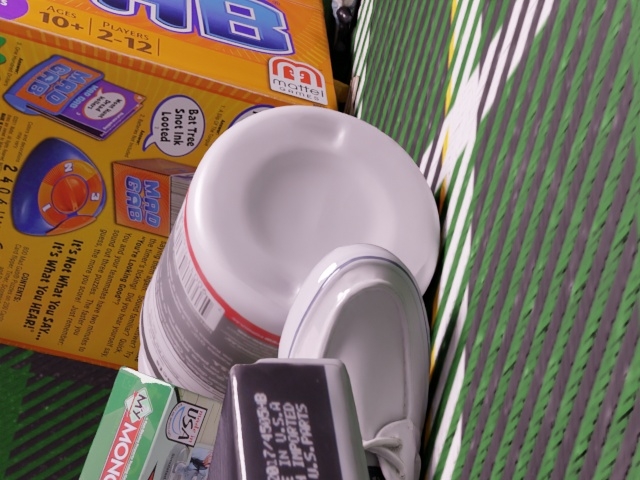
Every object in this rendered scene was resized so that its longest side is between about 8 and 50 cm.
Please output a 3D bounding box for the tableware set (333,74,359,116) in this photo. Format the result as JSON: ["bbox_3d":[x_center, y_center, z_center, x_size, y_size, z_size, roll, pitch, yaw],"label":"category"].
[{"bbox_3d":[0.000,-0.079,1.347,0.104,0.024,0.154,158,125,-78],"label":"tableware set"}]

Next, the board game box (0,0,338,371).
[{"bbox_3d":[-0.224,-0.131,1.438,0.356,0.356,0.356,-97,27,-51],"label":"board game box"}]

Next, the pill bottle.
[{"bbox_3d":[-0.036,0.042,1.005,0.283,0.161,0.161,122,159,-61],"label":"pill bottle"}]

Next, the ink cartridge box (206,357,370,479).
[{"bbox_3d":[-0.020,0.264,0.652,0.307,0.072,0.303,106,160,-44],"label":"ink cartridge box"}]

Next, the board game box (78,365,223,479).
[{"bbox_3d":[-0.093,0.251,0.851,0.046,0.213,0.317,14,81,36],"label":"board game box"}]

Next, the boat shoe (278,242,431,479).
[{"bbox_3d":[0.021,0.133,0.823,0.084,0.095,0.258,-146,59,-75],"label":"boat shoe"}]

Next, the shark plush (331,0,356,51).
[{"bbox_3d":[0.036,-0.265,1.408,0.067,0.073,0.161,-31,-64,-77],"label":"shark plush"}]
